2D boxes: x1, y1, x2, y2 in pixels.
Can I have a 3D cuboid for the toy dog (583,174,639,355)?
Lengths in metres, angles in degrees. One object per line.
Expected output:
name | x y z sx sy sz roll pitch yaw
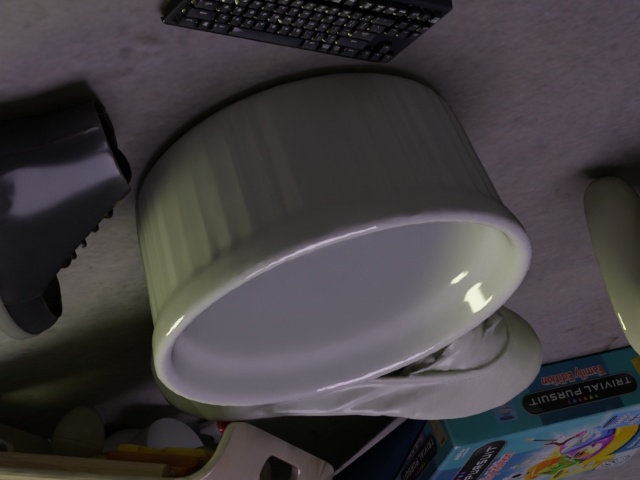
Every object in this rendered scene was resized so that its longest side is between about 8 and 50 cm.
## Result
toy dog | 0.470 0.029 1.124 0.408 0.395 0.284 -27 146 36

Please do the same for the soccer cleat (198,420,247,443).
soccer cleat | -0.099 0.204 1.480 0.036 0.029 0.083 -17 153 17

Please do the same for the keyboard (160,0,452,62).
keyboard | 0.003 -0.147 0.848 0.180 0.023 0.108 3 147 -40

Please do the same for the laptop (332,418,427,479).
laptop | -0.118 0.329 1.571 0.408 0.236 0.382 11 145 -25

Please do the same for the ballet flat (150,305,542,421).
ballet flat | 0.051 0.085 1.239 0.400 0.139 0.139 -1 150 -26

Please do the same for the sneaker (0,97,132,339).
sneaker | -0.175 -0.007 0.934 0.118 0.083 0.222 -17 154 -5

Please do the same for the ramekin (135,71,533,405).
ramekin | 0.000 0.000 1.010 0.277 0.135 0.277 -16 155 -8

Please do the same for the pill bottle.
pill bottle | -0.204 0.256 1.412 0.193 0.108 0.108 -36 150 32

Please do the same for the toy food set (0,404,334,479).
toy food set | -0.167 0.181 1.218 0.306 0.092 0.220 0 162 21

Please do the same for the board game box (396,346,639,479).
board game box | 0.270 0.236 1.740 0.336 0.079 0.254 -10 153 -19
